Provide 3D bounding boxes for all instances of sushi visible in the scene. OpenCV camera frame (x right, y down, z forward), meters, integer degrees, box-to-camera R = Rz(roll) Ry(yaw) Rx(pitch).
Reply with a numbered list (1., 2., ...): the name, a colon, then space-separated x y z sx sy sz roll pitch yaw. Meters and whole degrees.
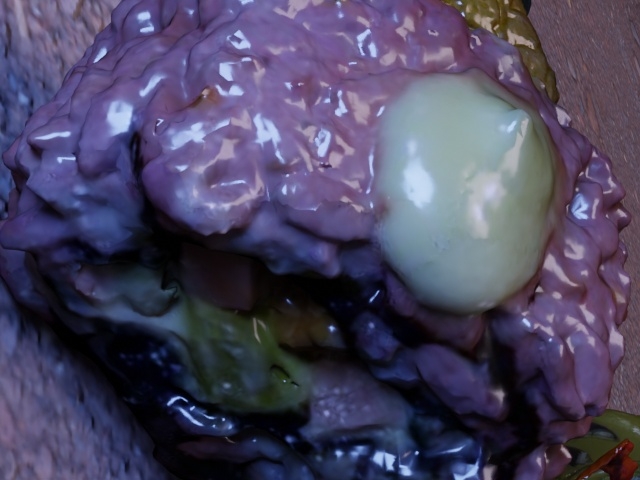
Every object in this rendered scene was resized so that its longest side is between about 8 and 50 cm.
1. sushi: 0.000 0.000 0.557 0.270 0.236 0.171 45 47 -24

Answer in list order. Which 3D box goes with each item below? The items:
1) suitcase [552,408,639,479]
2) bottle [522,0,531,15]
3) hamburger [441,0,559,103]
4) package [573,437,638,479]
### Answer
1. suitcase: 0.164 0.200 0.852 0.235 0.194 0.143 -69 151 -56
2. bottle: 0.083 -0.226 1.044 0.271 0.143 0.156 16 86 -61
3. hamburger: 0.062 -0.118 0.848 0.183 0.130 0.206 -29 103 -29
4. package: 0.089 0.221 0.654 0.108 0.288 0.223 40 5 37
